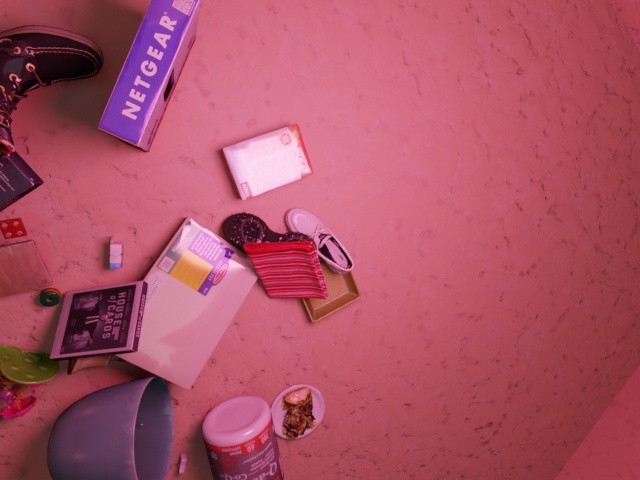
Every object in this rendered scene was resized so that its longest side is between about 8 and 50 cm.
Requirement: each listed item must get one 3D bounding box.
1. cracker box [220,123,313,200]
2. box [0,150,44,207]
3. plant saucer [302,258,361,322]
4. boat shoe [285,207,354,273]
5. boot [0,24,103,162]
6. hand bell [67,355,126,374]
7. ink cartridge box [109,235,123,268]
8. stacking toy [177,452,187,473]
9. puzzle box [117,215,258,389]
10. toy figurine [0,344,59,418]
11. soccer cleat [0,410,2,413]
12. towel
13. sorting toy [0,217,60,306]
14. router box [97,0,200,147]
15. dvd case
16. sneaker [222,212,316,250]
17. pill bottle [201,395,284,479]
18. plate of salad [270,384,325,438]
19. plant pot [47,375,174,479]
[{"bbox_3d":[-0.154,-0.230,1.190,0.232,0.067,0.156,-23,106,-16],"label":"cracker box"},{"bbox_3d":[-0.790,-0.152,0.961,0.158,0.093,0.156,-37,110,-9],"label":"box"},{"bbox_3d":[0.017,0.143,1.329,0.188,0.045,0.188,-26,107,-14],"label":"plant saucer"},{"bbox_3d":[0.000,0.000,1.246,0.096,0.088,0.268,-41,92,-14],"label":"boat shoe"},{"bbox_3d":[-0.677,-0.315,0.881,0.376,0.138,0.285,-5,67,-15],"label":"boot"},{"bbox_3d":[-0.555,0.326,1.143,0.241,0.126,0.126,21,92,-35],"label":"hand bell"},{"bbox_3d":[-0.552,0.031,1.103,0.028,0.048,0.084,3,99,-20],"label":"ink cartridge box"},{"bbox_3d":[-0.465,0.693,1.165,0.166,0.221,0.052,12,92,-25],"label":"stacking toy"},{"bbox_3d":[-0.374,0.173,1.145,0.272,0.052,0.409,37,73,-21],"label":"puzzle box"},{"bbox_3d":[-0.796,0.381,1.056,0.173,0.130,0.159,27,100,0],"label":"toy figurine"},{"bbox_3d":[-0.911,0.419,1.036,0.076,0.068,0.196,-31,111,-9],"label":"soccer cleat"},{"bbox_3d":[-0.092,0.094,1.169,0.198,0.031,0.275,-1,141,12],"label":"towel"},{"bbox_3d":[-0.764,0.057,1.010,0.132,0.046,0.275,-15,122,-18],"label":"sorting toy"},{"bbox_3d":[-0.391,-0.380,0.952,0.082,0.301,0.336,23,92,-21],"label":"router box"},{"bbox_3d":[-0.560,0.203,1.034,0.238,0.030,0.180,-9,63,13],"label":"dvd case"},{"bbox_3d":[-0.157,0.012,1.210,0.286,0.130,0.109,22,68,0],"label":"sneaker"},{"bbox_3d":[-0.225,0.692,1.253,0.210,0.210,0.363,-14,104,-17],"label":"pill bottle"},{"bbox_3d":[-0.074,0.586,1.375,0.199,0.048,0.200,-4,101,-20],"label":"plate of salad"},{"bbox_3d":[-0.552,0.525,1.075,0.234,0.293,0.293,-6,102,-4],"label":"plant pot"}]
